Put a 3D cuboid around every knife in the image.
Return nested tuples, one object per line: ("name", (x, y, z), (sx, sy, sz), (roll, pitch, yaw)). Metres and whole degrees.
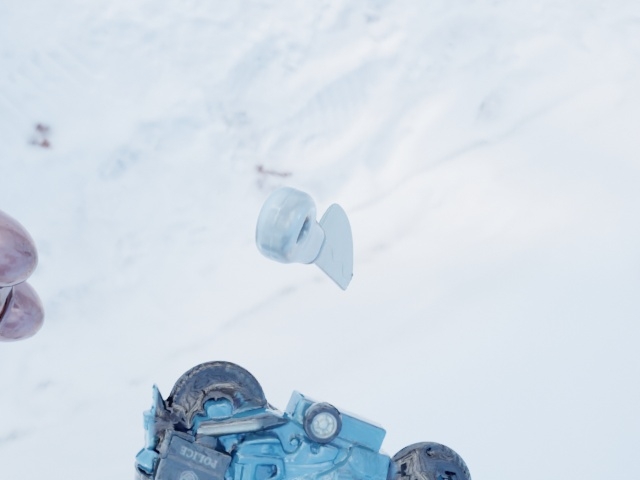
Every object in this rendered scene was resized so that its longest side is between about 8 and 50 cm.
("knife", (0.001, -0.002, 1.387), (0.331, 0.044, 0.080), (29, 80, -74))

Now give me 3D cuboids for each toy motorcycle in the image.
("toy motorcycle", (-0.025, 0.208, 1.074), (0.272, 0.123, 0.182), (23, 90, -11))

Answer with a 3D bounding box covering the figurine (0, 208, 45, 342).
("figurine", (-0.455, 0.022, 1.505), (0.211, 0.261, 0.269), (-35, 160, -26))
